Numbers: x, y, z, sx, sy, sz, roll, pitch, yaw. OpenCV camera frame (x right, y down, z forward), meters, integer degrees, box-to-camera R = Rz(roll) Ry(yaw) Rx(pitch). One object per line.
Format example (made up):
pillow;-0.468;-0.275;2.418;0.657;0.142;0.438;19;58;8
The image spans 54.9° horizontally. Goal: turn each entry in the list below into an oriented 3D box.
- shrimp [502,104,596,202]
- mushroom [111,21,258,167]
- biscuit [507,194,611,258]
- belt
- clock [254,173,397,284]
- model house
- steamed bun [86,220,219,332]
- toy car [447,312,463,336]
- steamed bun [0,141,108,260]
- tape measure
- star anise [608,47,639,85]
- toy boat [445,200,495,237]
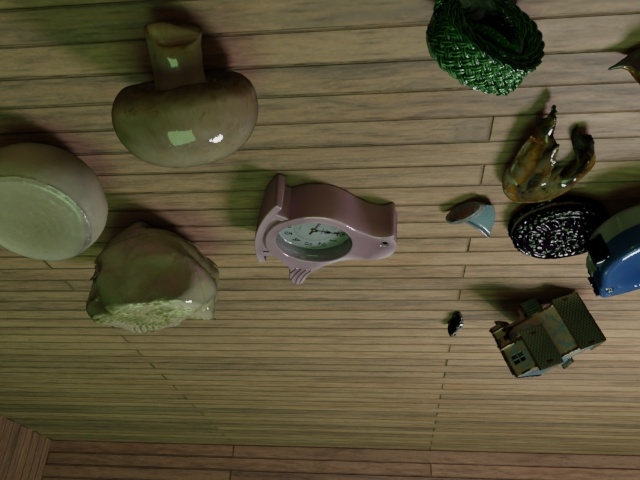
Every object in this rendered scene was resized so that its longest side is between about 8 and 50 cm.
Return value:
shrimp;0.392;-0.128;1.024;0.145;0.059;0.254;2;150;-3
mushroom;-0.191;-0.204;0.855;0.204;0.204;0.204;2;150;1
biscuit;0.464;-0.023;1.200;0.194;0.053;0.195;2;149;1
belt;0.201;-0.246;0.779;0.151;0.121;0.079;19;149;-17
clock;0.000;0.000;1.260;0.275;0.080;0.290;11;150;-12
model house;0.557;0.221;1.490;0.206;0.178;0.271;-34;151;25
steamed bun;-0.358;0.076;1.308;0.319;0.206;0.275;-17;159;30
toy car;0.361;0.227;1.648;0.025;0.041;0.093;-1;150;-7
steamed bun;-0.493;-0.082;1.103;0.231;0.145;0.232;2;135;2
tape measure;0.672;-0.003;1.131;0.351;0.098;0.215;-20;146;11
star anise;0.514;-0.282;0.789;0.148;0.218;0.228;34;102;3
toy boat;0.315;-0.042;1.213;0.122;0.034;0.096;19;147;-40
